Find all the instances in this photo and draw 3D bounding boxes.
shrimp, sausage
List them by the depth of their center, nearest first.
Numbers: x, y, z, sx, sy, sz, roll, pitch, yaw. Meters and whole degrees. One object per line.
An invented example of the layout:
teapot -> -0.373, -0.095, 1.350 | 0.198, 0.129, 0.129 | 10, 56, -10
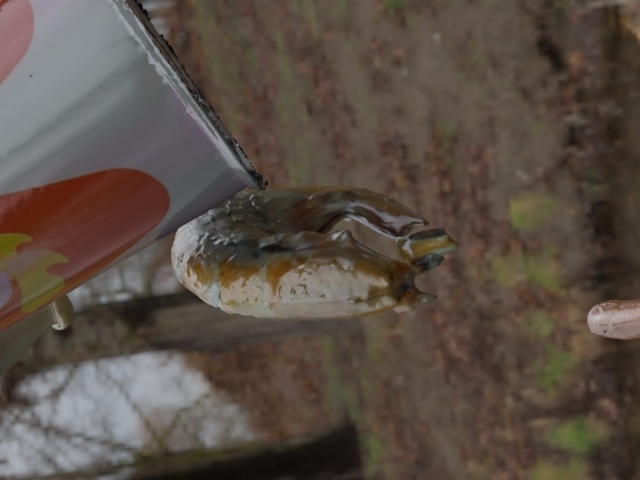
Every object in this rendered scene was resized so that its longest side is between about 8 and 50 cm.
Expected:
shrimp -> -0.001, -0.002, 1.011 | 0.132, 0.187, 0.052 | -55, -37, -37
sausage -> 0.335, 0.059, 1.573 | 0.043, 0.186, 0.043 | 27, -125, -46

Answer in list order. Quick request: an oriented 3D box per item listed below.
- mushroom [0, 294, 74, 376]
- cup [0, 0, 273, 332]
mushroom -> -0.329, 0.112, 1.524 | 0.247, 0.108, 0.096 | -50, -59, -35
cup -> -0.200, -0.025, 0.960 | 0.203, 0.288, 0.203 | 55, -179, -1
